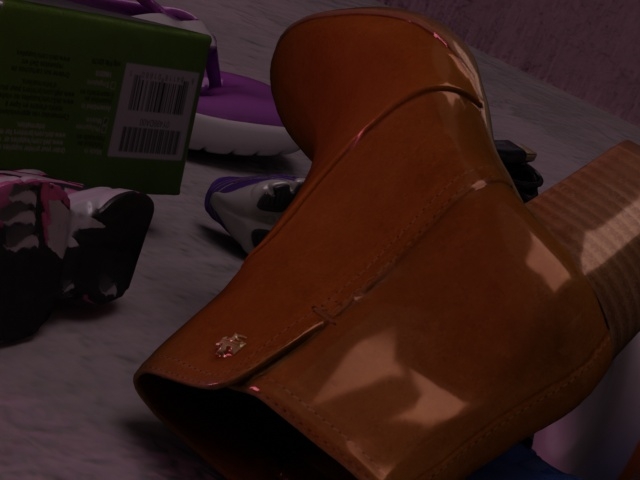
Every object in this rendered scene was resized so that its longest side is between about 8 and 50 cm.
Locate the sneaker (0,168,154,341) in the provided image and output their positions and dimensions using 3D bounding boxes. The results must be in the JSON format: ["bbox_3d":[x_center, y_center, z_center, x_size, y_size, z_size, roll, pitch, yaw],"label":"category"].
[{"bbox_3d":[-0.145,0.000,0.723,0.077,0.072,0.178,15,2,17],"label":"sneaker"}]

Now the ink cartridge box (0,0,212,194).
[{"bbox_3d":[-0.220,-0.102,0.919,0.255,0.097,0.189,17,9,29],"label":"ink cartridge box"}]

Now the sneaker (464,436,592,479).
[{"bbox_3d":[0.097,0.108,0.689,0.152,0.058,0.084,7,28,-32],"label":"sneaker"}]

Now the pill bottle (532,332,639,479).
[{"bbox_3d":[0.222,0.106,0.773,0.221,0.121,0.121,22,13,-7],"label":"pill bottle"}]

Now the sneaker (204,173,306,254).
[{"bbox_3d":[0.002,-0.020,1.028,0.170,0.068,0.071,11,12,-41],"label":"sneaker"}]

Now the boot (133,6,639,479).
[{"bbox_3d":[0.001,0.001,0.706,0.211,0.104,0.295,-33,37,-23],"label":"boot"}]

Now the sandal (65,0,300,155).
[{"bbox_3d":[-0.161,-0.146,1.163,0.416,0.102,0.169,12,17,-38],"label":"sandal"}]

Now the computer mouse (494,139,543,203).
[{"bbox_3d":[0.113,0.037,0.881,0.106,0.042,0.193,-5,73,-58],"label":"computer mouse"}]
